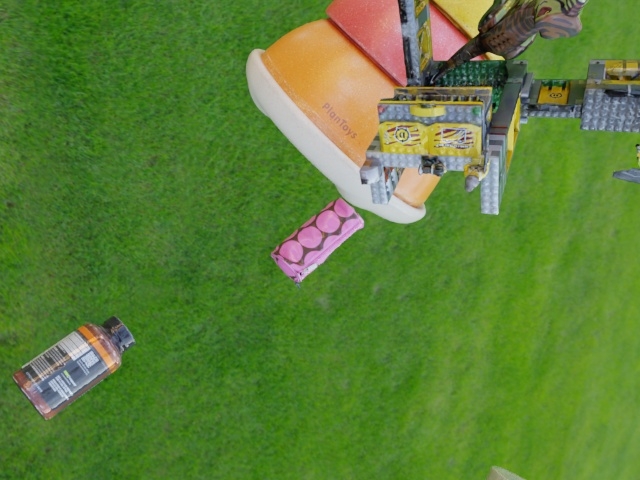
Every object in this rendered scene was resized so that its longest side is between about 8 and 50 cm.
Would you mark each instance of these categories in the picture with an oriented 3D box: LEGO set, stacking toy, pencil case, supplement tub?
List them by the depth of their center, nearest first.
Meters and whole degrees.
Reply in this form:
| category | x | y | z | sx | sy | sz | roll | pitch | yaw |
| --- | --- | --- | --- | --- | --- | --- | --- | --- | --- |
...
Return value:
| category | x | y | z | sx | sy | sz | roll | pitch | yaw |
| --- | --- | --- | --- | --- | --- | --- | --- | --- | --- |
| LEGO set | 0.155 | -0.131 | 0.384 | 0.192 | 0.332 | 0.254 | -60 | 156 | -43 |
| stacking toy | 0.163 | -0.290 | 0.808 | 0.480 | 0.350 | 0.351 | -44 | 136 | 17 |
| supplement tub | -0.438 | 0.222 | 1.038 | 0.198 | 0.106 | 0.106 | -37 | 128 | -30 |
| pencil case | 0.000 | 0.000 | 1.226 | 0.209 | 0.098 | 0.095 | -43 | 121 | -16 |

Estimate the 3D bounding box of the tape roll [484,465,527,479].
| category | x | y | z | sx | sy | sz | roll | pitch | yaw |
| --- | --- | --- | --- | --- | --- | --- | --- | --- | --- |
| tape roll | 0.267 | 0.391 | 0.634 | 0.246 | 0.246 | 0.169 | 36 | 80 | -43 |
